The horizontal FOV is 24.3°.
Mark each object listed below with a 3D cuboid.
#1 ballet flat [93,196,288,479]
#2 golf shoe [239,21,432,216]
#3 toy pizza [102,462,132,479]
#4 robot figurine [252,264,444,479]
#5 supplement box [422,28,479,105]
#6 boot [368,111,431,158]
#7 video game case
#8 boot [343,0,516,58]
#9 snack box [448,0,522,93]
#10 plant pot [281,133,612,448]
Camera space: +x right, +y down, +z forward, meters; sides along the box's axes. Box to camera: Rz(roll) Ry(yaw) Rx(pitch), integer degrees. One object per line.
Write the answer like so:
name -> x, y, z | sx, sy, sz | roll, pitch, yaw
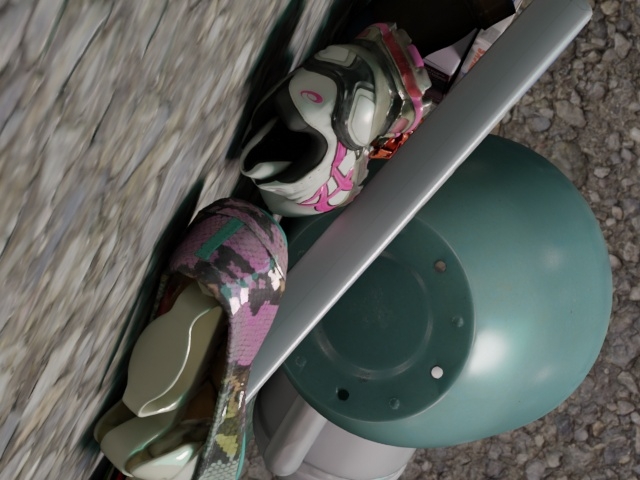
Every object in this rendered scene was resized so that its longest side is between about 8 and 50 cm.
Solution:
ballet flat -> -0.073, 0.075, 0.759 | 0.079, 0.077, 0.221 | -34, 152, -43
golf shoe -> -0.012, -0.055, 0.785 | 0.086, 0.067, 0.186 | -22, 168, -22
toy pizza -> -0.142, 0.200, 0.930 | 0.201, 0.032, 0.201 | -62, 176, -7
robot figurine -> 0.040, 0.168, 1.743 | 0.300, 0.200, 0.353 | -29, 151, -48
supplement box -> 0.128, -0.220, 1.502 | 0.130, 0.073, 0.239 | -62, 176, -2
boot -> 0.047, -0.089, 1.172 | 0.059, 0.084, 0.158 | -63, 176, 22
video game case -> 0.027, -0.008, 0.993 | 0.329, 0.036, 0.300 | -48, 180, -10
boot -> 0.060, -0.162, 1.024 | 0.106, 0.082, 0.219 | -30, -171, 3
snack box -> 0.151, -0.173, 1.427 | 0.064, 0.022, 0.178 | -59, 177, -20
plant pot -> 0.085, 0.050, 1.307 | 0.293, 0.293, 0.235 | -64, 160, 16
